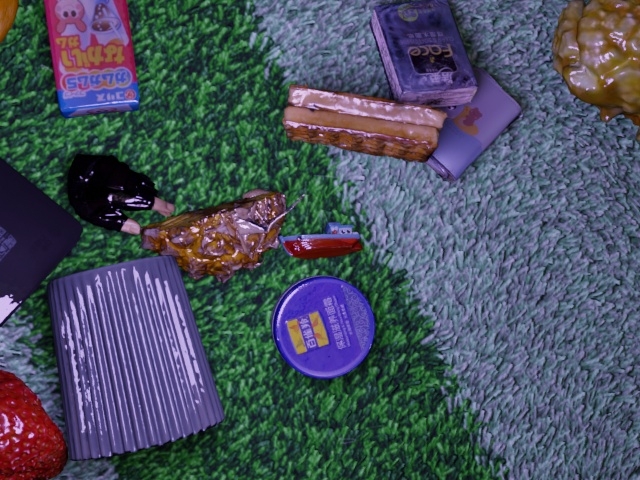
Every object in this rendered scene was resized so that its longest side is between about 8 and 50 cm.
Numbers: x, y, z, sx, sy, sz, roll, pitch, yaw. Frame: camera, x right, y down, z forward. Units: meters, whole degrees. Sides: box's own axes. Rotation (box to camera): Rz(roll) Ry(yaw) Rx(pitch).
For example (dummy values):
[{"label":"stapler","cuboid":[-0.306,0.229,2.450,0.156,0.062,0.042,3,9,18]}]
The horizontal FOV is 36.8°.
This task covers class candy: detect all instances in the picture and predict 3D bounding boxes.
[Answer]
[{"label":"candy","cuboid":[-0.451,-0.401,1.884,0.157,0.100,0.306,-7,92,-12]}]

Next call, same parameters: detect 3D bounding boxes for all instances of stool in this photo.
[{"label":"stool","cuboid":[-0.357,0.213,1.808,0.297,0.297,0.330,-13,87,-11]}]

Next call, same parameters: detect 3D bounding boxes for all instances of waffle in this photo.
[{"label":"waffle","cuboid":[0.084,-0.229,1.909,0.307,0.213,0.091,10,87,1]}]

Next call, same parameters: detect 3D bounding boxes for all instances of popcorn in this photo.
[{"label":"popcorn","cuboid":[0.653,-0.388,2.023,0.335,0.279,0.275,16,67,1]}]

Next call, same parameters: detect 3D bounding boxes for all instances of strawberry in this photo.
[{"label":"strawberry","cuboid":[-0.609,0.369,1.784,0.238,0.250,0.288,-47,130,3]}]

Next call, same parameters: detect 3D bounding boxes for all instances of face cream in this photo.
[{"label":"face cream","cuboid":[0.002,0.174,1.962,0.205,0.111,0.206,0,90,-10]}]

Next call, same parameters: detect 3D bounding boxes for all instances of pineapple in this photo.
[{"label":"pineapple","cuboid":[-0.189,0.007,1.895,0.334,0.158,0.161,-13,95,-8]}]

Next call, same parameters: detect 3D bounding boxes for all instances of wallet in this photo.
[{"label":"wallet","cuboid":[0.298,-0.249,2.048,0.170,0.069,0.231,44,79,10]}]

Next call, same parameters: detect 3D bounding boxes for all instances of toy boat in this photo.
[{"label":"toy boat","cuboid":[0.000,0.000,1.987,0.172,0.069,0.059,-5,69,-12]}]

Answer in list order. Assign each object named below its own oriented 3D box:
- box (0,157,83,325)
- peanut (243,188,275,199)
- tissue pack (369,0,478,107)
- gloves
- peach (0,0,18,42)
[{"label":"box","cuboid":[-0.640,-0.002,1.818,0.289,0.073,0.290,40,62,-8]},{"label":"peanut","cuboid":[-0.118,-0.088,1.980,0.083,0.037,0.037,4,89,-6]},{"label":"tissue pack","cuboid":[0.210,-0.385,1.986,0.173,0.073,0.236,-6,63,-14]},{"label":"gloves","cuboid":[-0.384,-0.090,1.879,0.203,0.124,0.164,4,64,3]},{"label":"peach","cuboid":[-0.708,-0.424,1.751,0.288,0.289,0.308,15,114,-11]}]
